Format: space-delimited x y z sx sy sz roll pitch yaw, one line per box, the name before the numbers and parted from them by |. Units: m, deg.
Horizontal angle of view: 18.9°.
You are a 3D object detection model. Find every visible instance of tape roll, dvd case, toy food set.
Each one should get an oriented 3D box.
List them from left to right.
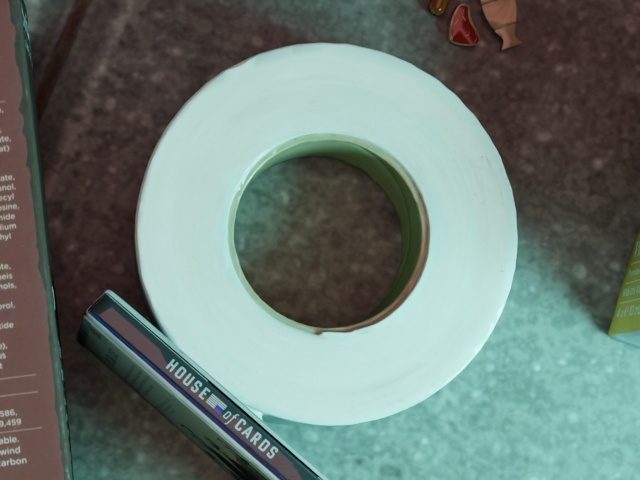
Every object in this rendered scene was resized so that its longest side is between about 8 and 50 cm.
dvd case | -0.076 0.131 1.383 0.238 0.179 0.029 42 78 -1
tape roll | 0.000 0.000 1.445 0.286 0.100 0.286 1 84 -7
toy food set | 0.111 -0.206 1.520 0.078 0.019 0.122 -11 93 -7

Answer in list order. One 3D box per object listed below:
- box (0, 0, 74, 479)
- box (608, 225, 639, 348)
box | -0.257 0.022 1.370 0.143 0.191 0.381 -8 86 -7
box | 0.363 -0.070 1.434 0.168 0.215 0.345 18 82 -4
